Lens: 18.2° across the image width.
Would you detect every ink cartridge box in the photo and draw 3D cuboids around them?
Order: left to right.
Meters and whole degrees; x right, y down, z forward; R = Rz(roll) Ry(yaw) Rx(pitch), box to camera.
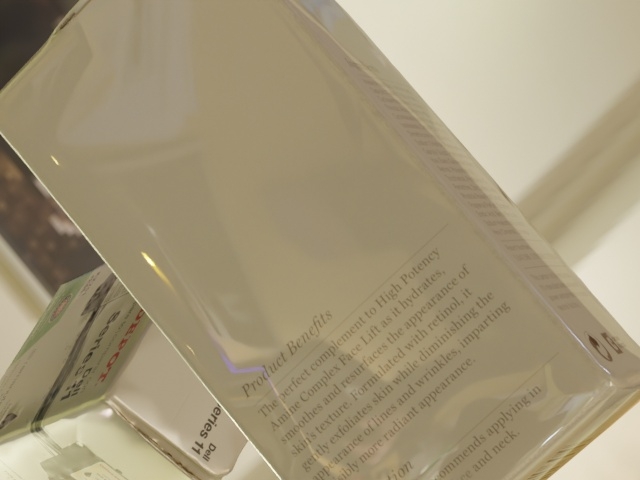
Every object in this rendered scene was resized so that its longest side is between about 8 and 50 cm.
[{"bbox_3d":[-0.109,0.081,1.180,0.208,0.087,0.153,-24,-150,52],"label":"ink cartridge box"}]

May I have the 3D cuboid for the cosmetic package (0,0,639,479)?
[{"bbox_3d":[0.000,0.000,0.718,0.117,0.231,0.085,-43,165,15],"label":"cosmetic package"}]
